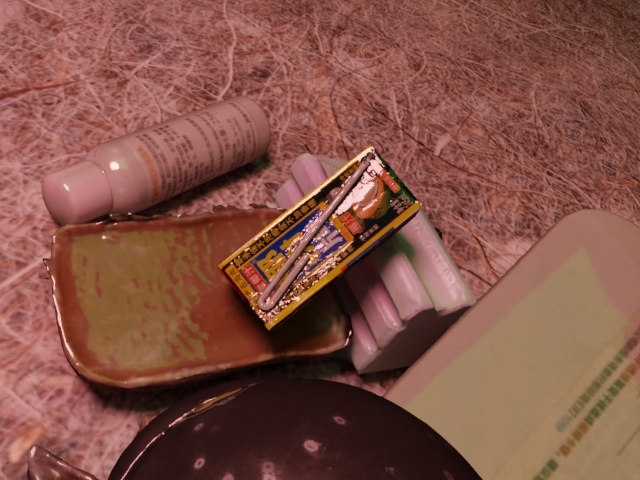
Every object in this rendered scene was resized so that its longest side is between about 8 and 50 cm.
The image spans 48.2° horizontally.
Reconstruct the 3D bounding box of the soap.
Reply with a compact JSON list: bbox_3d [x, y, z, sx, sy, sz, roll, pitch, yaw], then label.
[{"bbox_3d":[0.041,0.012,0.723,0.091,0.145,0.231,0,51,-36],"label":"soap"}]

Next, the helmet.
[{"bbox_3d":[-0.007,0.166,0.357,0.230,0.160,0.279,-26,63,-20],"label":"helmet"}]

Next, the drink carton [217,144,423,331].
[{"bbox_3d":[0.000,0.000,0.607,0.165,0.056,0.071,-39,80,-7],"label":"drink carton"}]

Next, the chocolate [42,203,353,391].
[{"bbox_3d":[-0.112,0.056,0.650,0.261,0.083,0.161,-3,65,-25],"label":"chocolate"}]

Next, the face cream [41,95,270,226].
[{"bbox_3d":[-0.171,-0.086,0.772,0.082,0.082,0.269,41,44,20],"label":"face cream"}]

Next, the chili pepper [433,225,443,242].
[{"bbox_3d":[0.125,0.075,0.732,0.062,0.108,0.216,-23,56,0],"label":"chili pepper"}]

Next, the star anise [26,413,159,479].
[{"bbox_3d":[-0.104,0.234,0.455,0.223,0.109,0.236,19,58,7],"label":"star anise"}]

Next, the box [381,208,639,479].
[{"bbox_3d":[0.247,0.210,0.556,0.396,0.111,0.396,-39,69,-22],"label":"box"}]
